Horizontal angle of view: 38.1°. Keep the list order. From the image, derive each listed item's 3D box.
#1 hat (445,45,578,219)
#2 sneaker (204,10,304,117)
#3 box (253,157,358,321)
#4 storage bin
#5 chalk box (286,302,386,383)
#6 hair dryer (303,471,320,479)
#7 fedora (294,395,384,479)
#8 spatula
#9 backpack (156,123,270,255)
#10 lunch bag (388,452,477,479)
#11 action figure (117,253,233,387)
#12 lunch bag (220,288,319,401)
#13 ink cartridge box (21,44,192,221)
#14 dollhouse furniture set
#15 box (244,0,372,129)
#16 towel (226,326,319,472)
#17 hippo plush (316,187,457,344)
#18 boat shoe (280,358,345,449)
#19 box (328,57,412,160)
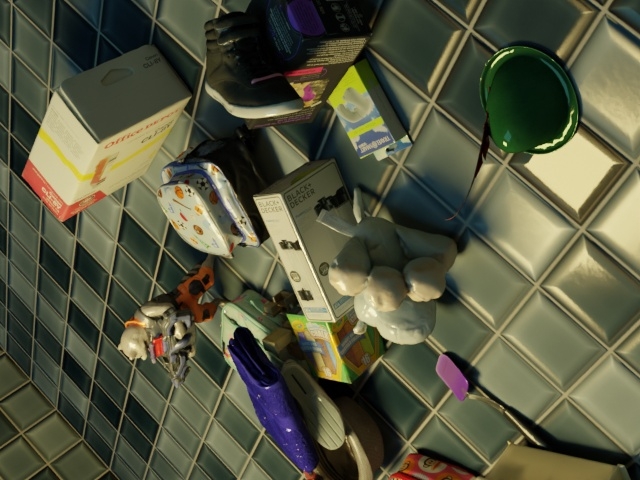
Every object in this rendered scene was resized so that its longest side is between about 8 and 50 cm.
[{"bbox_3d":[0.275,-0.167,1.412,0.173,0.183,0.208,-2,116,48],"label":"hat"},{"bbox_3d":[-0.121,-0.295,1.526,0.296,0.104,0.147,36,135,54],"label":"sneaker"},{"bbox_3d":[0.000,0.000,1.866,0.087,0.169,0.290,-3,115,49],"label":"box"},{"bbox_3d":[0.476,0.534,1.773,0.262,0.123,0.260,0,126,48],"label":"storage bin"},{"bbox_3d":[0.029,0.180,2.007,0.132,0.132,0.213,3,121,47],"label":"chalk box"},{"bbox_3d":[-0.024,0.615,2.352,0.224,0.080,0.293,53,175,0],"label":"hair dryer"},{"bbox_3d":[0.057,0.471,2.209,0.243,0.124,0.275,-34,84,53],"label":"fedora"},{"bbox_3d":[0.346,0.333,1.857,0.296,0.030,0.084,35,145,24],"label":"spatula"},{"bbox_3d":[-0.228,-0.095,2.029,0.263,0.213,0.276,10,128,57],"label":"backpack"},{"bbox_3d":[0.293,0.636,2.094,0.258,0.120,0.293,14,129,37],"label":"lunch bag"},{"bbox_3d":[-0.357,0.199,2.284,0.178,0.330,0.341,39,141,21],"label":"action figure"},{"bbox_3d":[-0.130,0.257,2.264,0.279,0.108,0.224,32,138,28],"label":"lunch bag"},{"bbox_3d":[-0.496,-0.242,2.133,0.160,0.279,0.384,51,144,4],"label":"ink cartridge box"},{"bbox_3d":[-0.085,0.212,2.116,0.161,0.182,0.101,10,125,43],"label":"dollhouse furniture set"},{"bbox_3d":[-0.050,-0.340,1.640,0.270,0.143,0.165,-47,60,53],"label":"box"},{"bbox_3d":[-0.111,0.363,2.077,0.227,0.076,0.308,46,162,52],"label":"towel"},{"bbox_3d":[0.108,0.095,1.765,0.294,0.234,0.237,28,135,31],"label":"hippo plush"},{"bbox_3d":[-0.012,0.359,2.076,0.226,0.083,0.076,63,-175,-12],"label":"boat shoe"},{"bbox_3d":[0.084,-0.231,1.697,0.109,0.042,0.178,-20,102,53],"label":"box"}]
